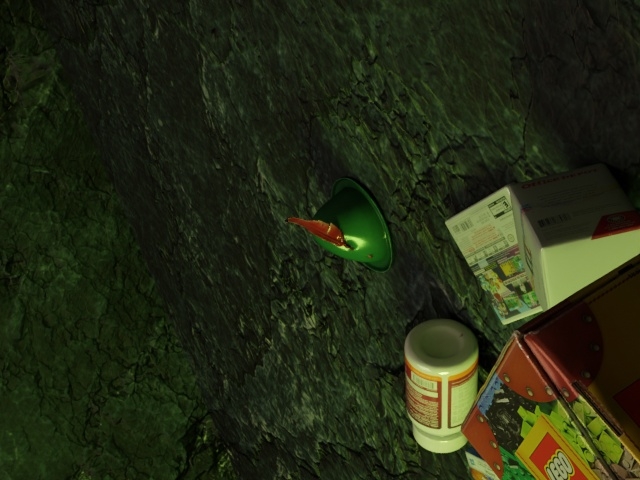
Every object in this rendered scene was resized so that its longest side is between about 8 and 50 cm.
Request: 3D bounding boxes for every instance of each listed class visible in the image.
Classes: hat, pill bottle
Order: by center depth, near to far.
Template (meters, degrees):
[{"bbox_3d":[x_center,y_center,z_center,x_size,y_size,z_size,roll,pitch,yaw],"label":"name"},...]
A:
[{"bbox_3d":[0.201,0.245,2.123,0.121,0.121,0.221,41,149,38],"label":"pill bottle"},{"bbox_3d":[0.000,0.000,2.177,0.173,0.183,0.209,24,136,54],"label":"hat"}]

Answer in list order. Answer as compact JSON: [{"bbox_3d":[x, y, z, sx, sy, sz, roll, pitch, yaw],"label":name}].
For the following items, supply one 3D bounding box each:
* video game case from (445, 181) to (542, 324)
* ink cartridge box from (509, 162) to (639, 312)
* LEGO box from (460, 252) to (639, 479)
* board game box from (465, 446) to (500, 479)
[{"bbox_3d":[0.275,0.022,1.862,0.183,0.023,0.201,61,155,2],"label":"video game case"},{"bbox_3d":[0.316,0.007,1.559,0.176,0.128,0.127,-99,-5,-61],"label":"ink cartridge box"},{"bbox_3d":[0.438,0.143,1.089,0.372,0.500,0.193,52,154,22],"label":"LEGO box"},{"bbox_3d":[0.393,0.466,2.035,0.347,0.078,0.233,18,132,57],"label":"board game box"}]
